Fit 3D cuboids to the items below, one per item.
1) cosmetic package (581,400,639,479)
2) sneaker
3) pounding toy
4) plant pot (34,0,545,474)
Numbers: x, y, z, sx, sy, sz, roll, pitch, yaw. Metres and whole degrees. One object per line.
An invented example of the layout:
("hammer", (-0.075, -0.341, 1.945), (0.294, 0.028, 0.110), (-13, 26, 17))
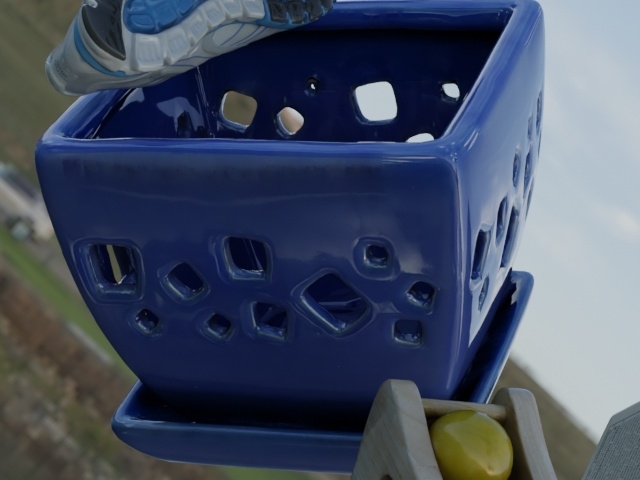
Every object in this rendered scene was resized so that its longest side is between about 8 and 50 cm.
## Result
("cosmetic package", (0.268, 0.158, 1.218), (0.113, 0.160, 0.309), (33, -26, -8))
("sneaker", (-0.072, -0.123, 1.051), (0.083, 0.190, 0.071), (-31, -96, 47))
("pounding toy", (0.056, 0.174, 0.840), (0.155, 0.154, 0.269), (7, 45, -25))
("plant pot", (0.000, 0.000, 1.097), (0.236, 0.236, 0.212), (-56, 144, -59))
